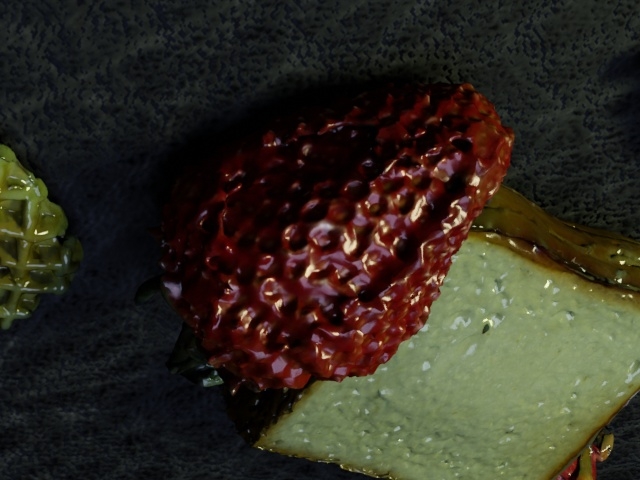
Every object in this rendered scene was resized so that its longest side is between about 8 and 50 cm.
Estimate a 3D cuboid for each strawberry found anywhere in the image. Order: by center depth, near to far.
[{"bbox_3d":[0.000,0.000,1.036,0.286,0.106,0.188,-39,94,6],"label":"strawberry"}]

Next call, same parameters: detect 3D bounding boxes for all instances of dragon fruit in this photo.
[{"bbox_3d":[0.207,0.230,1.447,0.126,0.068,0.112,-4,138,-19],"label":"dragon fruit"}]

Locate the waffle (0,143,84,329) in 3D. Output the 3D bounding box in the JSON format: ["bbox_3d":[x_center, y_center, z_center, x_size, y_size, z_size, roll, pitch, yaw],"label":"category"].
[{"bbox_3d":[-0.251,0.005,1.042,0.169,0.036,0.183,-25,136,7],"label":"waffle"}]

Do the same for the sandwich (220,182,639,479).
[{"bbox_3d":[0.111,0.081,1.230,0.301,0.099,0.271,21,118,-34],"label":"sandwich"}]
